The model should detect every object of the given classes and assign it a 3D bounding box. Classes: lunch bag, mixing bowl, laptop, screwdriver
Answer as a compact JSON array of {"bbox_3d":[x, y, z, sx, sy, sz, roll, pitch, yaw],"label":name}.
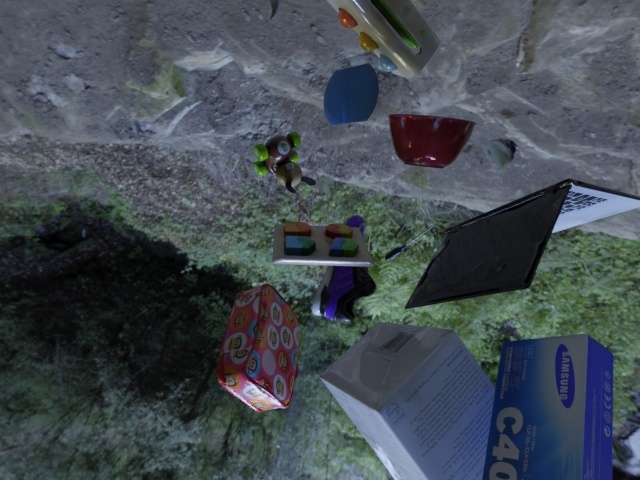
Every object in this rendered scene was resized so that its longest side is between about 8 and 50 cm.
[{"bbox_3d":[-0.140,0.291,1.111,0.120,0.293,0.258,-19,129,23],"label":"lunch bag"},{"bbox_3d":[0.224,-0.206,0.873,0.181,0.181,0.099,7,103,4],"label":"mixing bowl"},{"bbox_3d":[0.468,0.039,0.978,0.407,0.382,0.237,7,74,-21],"label":"laptop"},{"bbox_3d":[0.260,0.009,1.206,0.169,0.024,0.025,-33,101,16],"label":"screwdriver"}]

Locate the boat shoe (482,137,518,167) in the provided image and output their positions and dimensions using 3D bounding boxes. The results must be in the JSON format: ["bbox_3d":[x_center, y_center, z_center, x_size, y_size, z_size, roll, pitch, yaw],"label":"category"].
[{"bbox_3d":[0.558,-0.275,1.264,0.075,0.228,0.080,-20,100,15],"label":"boat shoe"}]

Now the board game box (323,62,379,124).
[{"bbox_3d":[0.081,-0.350,1.012,0.168,0.033,0.134,7,95,41],"label":"board game box"}]

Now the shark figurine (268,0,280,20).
[{"bbox_3d":[-0.085,-0.525,0.741,0.116,0.278,0.166,34,97,-16],"label":"shark figurine"}]

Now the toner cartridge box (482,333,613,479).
[{"bbox_3d":[0.352,0.327,0.651,0.075,0.348,0.165,33,149,-17],"label":"toner cartridge box"}]

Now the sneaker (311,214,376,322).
[{"bbox_3d":[0.091,0.084,1.112,0.146,0.102,0.294,19,92,28],"label":"sneaker"}]

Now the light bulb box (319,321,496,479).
[{"bbox_3d":[0.227,0.397,0.920,0.225,0.358,0.361,-37,94,-18],"label":"light bulb box"}]

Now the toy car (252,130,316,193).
[{"bbox_3d":[-0.104,-0.231,1.337,0.188,0.154,0.149,52,153,21],"label":"toy car"}]

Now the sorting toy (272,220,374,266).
[{"bbox_3d":[0.000,0.000,0.855,0.192,0.208,0.038,2,110,-6],"label":"sorting toy"}]

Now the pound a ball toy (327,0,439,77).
[{"bbox_3d":[0.144,-0.513,0.962,0.319,0.208,0.136,30,103,-37],"label":"pound a ball toy"}]
